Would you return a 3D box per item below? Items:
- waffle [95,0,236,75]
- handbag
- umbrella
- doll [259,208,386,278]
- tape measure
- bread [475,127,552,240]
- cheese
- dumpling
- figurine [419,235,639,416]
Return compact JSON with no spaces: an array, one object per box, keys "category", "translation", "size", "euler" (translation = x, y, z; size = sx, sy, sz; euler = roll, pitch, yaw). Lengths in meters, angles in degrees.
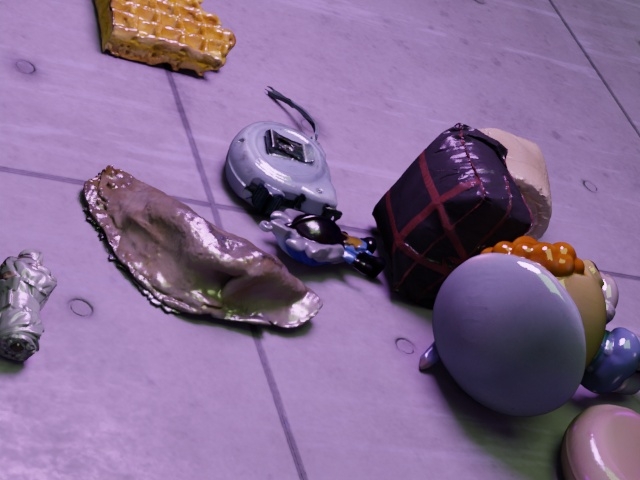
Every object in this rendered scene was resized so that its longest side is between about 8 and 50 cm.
[{"category":"waffle","translation":[-0.223,-0.316,2.062],"size":[0.211,0.055,0.160],"euler":[11,40,-27]},{"category":"handbag","translation":[0.174,-0.027,1.870],"size":[0.155,0.215,0.169],"euler":[24,37,-26]},{"category":"umbrella","translation":[-0.320,0.063,1.497],"size":[0.067,0.062,0.143],"euler":[4,44,-4]},{"category":"doll","translation":[0.000,0.000,1.825],"size":[0.195,0.070,0.096],"euler":[17,28,-37]},{"category":"tape measure","translation":[-0.063,-0.153,1.956],"size":[0.164,0.084,0.330],"euler":[17,38,-28]},{"category":"bread","translation":[0.270,-0.082,2.086],"size":[0.148,0.134,0.141],"euler":[34,32,-22]},{"category":"cheese","translation":[0.378,0.326,1.702],"size":[0.163,0.082,0.286],"euler":[18,38,-18]},{"category":"dumpling","translation":[-0.152,0.010,1.681],"size":[0.332,0.086,0.166],"euler":[30,31,4]},{"category":"figurine","translation":[0.330,0.124,1.790],"size":[0.382,0.224,0.205],"euler":[8,44,-32]}]
